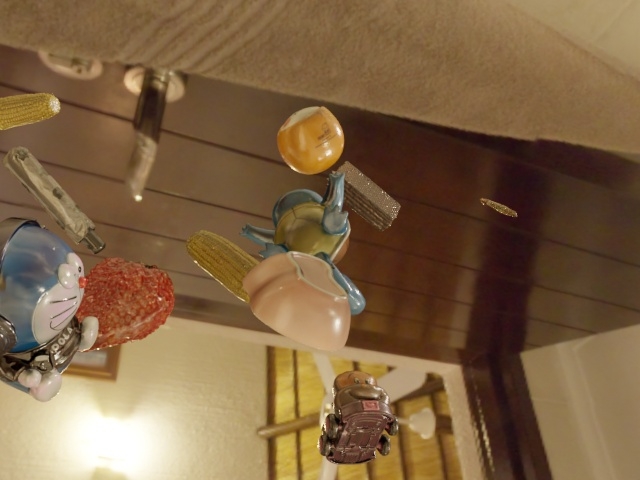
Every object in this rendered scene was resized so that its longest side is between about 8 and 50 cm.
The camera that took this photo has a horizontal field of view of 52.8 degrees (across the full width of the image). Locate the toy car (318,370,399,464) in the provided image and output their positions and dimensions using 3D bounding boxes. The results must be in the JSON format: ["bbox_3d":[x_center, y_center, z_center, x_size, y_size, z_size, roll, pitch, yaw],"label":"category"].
[{"bbox_3d":[0.123,0.646,2.361,0.240,0.272,0.340,-106,-153,-51],"label":"toy car"}]

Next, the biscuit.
[{"bbox_3d":[0.133,-0.143,2.038,0.070,0.252,0.106,-50,-179,36],"label":"biscuit"}]

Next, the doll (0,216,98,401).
[{"bbox_3d":[-0.535,0.111,1.150,0.284,0.240,0.309,-88,-174,-51],"label":"doll"}]

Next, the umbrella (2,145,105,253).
[{"bbox_3d":[-0.683,-0.100,1.666,0.073,0.337,0.067,-34,-169,33],"label":"umbrella"}]

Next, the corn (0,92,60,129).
[{"bbox_3d":[-0.888,-0.378,1.882,0.091,0.260,0.091,68,18,-46],"label":"corn"}]

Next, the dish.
[{"bbox_3d":[-0.023,0.087,1.109,0.090,0.213,0.213,-60,-154,18],"label":"dish"}]

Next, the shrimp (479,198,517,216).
[{"bbox_3d":[0.543,-0.101,1.968,0.127,0.091,0.025,32,-76,43],"label":"shrimp"}]

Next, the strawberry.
[{"bbox_3d":[-0.609,0.200,1.928,0.351,0.312,0.267,-56,130,-61],"label":"strawberry"}]

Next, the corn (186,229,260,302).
[{"bbox_3d":[-0.279,0.076,1.982,0.344,0.131,0.131,34,-68,33],"label":"corn"}]

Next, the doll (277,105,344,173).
[{"bbox_3d":[-0.044,-0.303,2.010,0.236,0.214,0.213,-10,-112,61],"label":"doll"}]

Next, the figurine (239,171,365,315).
[{"bbox_3d":[-0.018,-0.014,1.556,0.298,0.243,0.416,-38,-135,8],"label":"figurine"}]
